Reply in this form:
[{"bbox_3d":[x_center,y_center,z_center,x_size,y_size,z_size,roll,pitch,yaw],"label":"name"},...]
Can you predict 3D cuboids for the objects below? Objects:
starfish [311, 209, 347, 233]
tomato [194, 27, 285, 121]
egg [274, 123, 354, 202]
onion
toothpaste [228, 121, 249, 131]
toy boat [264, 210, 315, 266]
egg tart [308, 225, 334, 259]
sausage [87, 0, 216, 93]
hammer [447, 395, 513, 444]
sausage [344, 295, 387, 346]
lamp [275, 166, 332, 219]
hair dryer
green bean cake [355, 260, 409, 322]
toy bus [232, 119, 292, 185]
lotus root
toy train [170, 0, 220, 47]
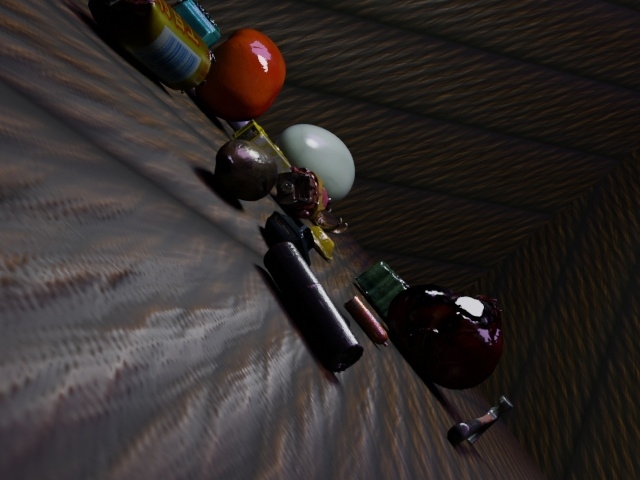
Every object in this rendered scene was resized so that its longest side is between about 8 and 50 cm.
[{"bbox_3d":[0.006,-0.076,2.049,0.146,0.074,0.190,50,4,23],"label":"starfish"},{"bbox_3d":[-0.192,-0.405,1.698,0.180,0.260,0.260,36,5,-3],"label":"tomato"},{"bbox_3d":[-0.021,-0.237,2.130,0.230,0.230,0.371,52,6,27],"label":"egg"},{"bbox_3d":[0.280,0.209,1.548,0.281,0.281,0.221,52,-28,29],"label":"onion"},{"bbox_3d":[-0.242,-0.355,2.062,0.371,0.080,0.125,58,0,-8],"label":"toothpaste"},{"bbox_3d":[-0.051,-0.009,1.032,0.141,0.060,0.055,-133,-156,-58],"label":"toy boat"},{"bbox_3d":[0.000,0.000,1.576,0.105,0.039,0.105,48,3,-3],"label":"egg tart"},{"bbox_3d":[-0.299,-0.365,1.170,0.125,0.117,0.317,28,-1,14],"label":"sausage"},{"bbox_3d":[0.287,0.342,1.256,0.033,0.111,0.287,48,12,23],"label":"hammer"},{"bbox_3d":[0.087,0.149,1.231,0.107,0.031,0.031,51,5,17],"label":"sausage"},{"bbox_3d":[-0.039,-0.110,1.665,0.118,0.118,0.253,50,5,8],"label":"lamp"},{"bbox_3d":[0.018,0.108,0.836,0.173,0.050,0.195,57,5,38],"label":"hair dryer"},{"bbox_3d":[0.192,0.152,1.780,0.208,0.107,0.193,49,5,11],"label":"green bean cake"},{"bbox_3d":[-0.149,-0.226,1.784,0.074,0.081,0.226,58,4,29],"label":"toy bus"},{"bbox_3d":[-0.110,-0.104,1.013,0.080,0.089,0.179,7,3,8],"label":"lotus root"},{"bbox_3d":[-0.315,-0.464,1.556,0.112,0.163,0.203,50,4,-12],"label":"toy train"}]
